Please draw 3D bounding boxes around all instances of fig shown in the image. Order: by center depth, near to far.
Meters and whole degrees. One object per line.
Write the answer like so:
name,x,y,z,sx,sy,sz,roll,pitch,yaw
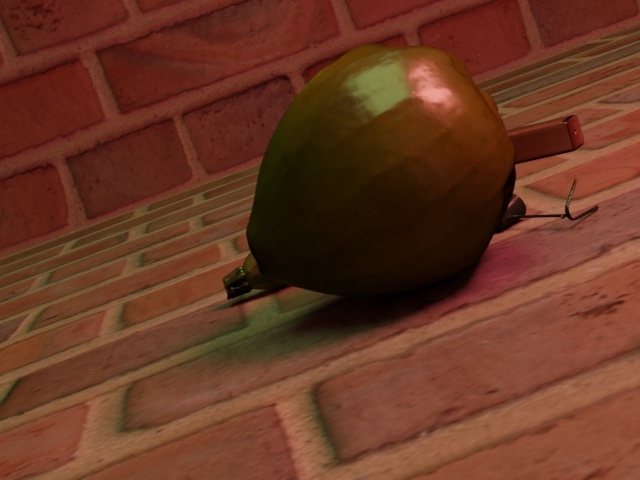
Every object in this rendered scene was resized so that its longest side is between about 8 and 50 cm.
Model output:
fig,0.049,-0.054,0.946,0.271,0.239,0.239,-34,11,1

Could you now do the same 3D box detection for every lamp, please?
lamp,0.219,-0.030,1.031,0.054,0.041,0.121,-38,17,-37

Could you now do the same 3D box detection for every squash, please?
squash,0.000,0.000,1.182,0.252,0.066,0.066,-25,11,-19

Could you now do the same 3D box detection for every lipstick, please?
lipstick,0.292,-0.138,1.407,0.145,0.045,0.045,-10,16,39
